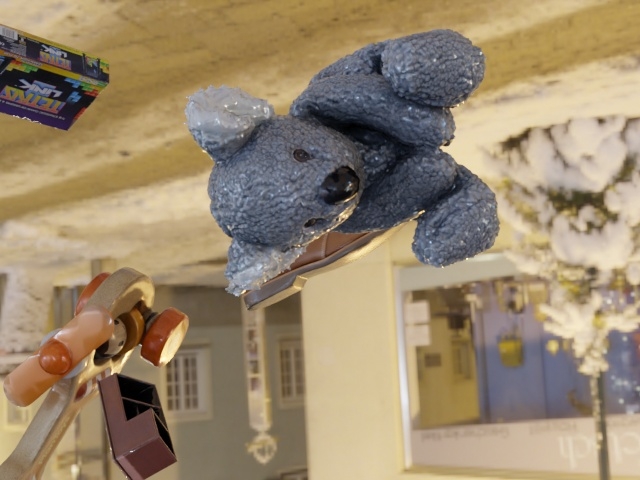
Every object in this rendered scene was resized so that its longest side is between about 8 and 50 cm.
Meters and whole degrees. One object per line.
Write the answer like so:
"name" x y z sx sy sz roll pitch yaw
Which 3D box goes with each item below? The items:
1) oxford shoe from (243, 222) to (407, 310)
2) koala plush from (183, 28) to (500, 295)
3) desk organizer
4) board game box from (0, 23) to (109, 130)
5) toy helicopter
"oxford shoe" 0.000 0.000 0.992 0.212 0.076 0.076 -25 167 0
"koala plush" -0.001 -0.058 0.732 0.221 0.196 0.203 -26 -154 -30
"desk organizer" -0.192 0.187 0.927 0.050 0.047 0.130 -28 -145 -4
"board game box" -0.414 -0.231 1.290 0.170 0.048 0.141 13 146 -37
"toy helicopter" -0.325 0.193 1.153 0.140 0.355 0.235 28 170 9
